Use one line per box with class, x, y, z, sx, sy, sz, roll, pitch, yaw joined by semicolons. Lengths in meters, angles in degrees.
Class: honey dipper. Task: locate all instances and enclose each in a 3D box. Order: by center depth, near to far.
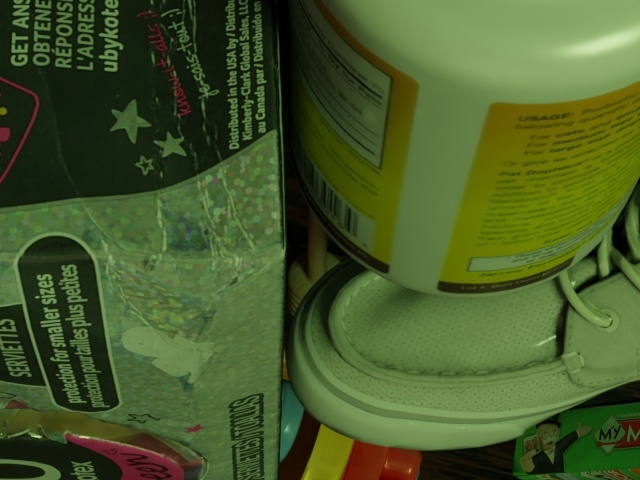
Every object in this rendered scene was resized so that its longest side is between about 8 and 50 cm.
honey dipper;0.000;0.000;0.780;0.030;0.030;0.160;9;156;1

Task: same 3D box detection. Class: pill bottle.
pill bottle;0.049;-0.069;0.448;0.117;0.117;0.215;8;160;2

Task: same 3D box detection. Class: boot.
boot;0.115;-0.002;0.583;0.258;0.095;0.123;-13;153;-13

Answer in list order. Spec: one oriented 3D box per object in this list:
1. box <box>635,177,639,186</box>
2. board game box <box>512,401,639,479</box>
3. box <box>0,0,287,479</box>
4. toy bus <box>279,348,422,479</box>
box;0.096;-0.010;0.709;0.116;0.029;0.162;-13;149;44
board game box;0.311;0.171;1.068;0.317;0.046;0.213;26;155;-38
box;-0.084;-0.012;0.542;0.142;0.163;0.247;-1;155;-2
toy bus;-0.036;0.109;0.863;0.211;0.149;0.220;17;159;11
